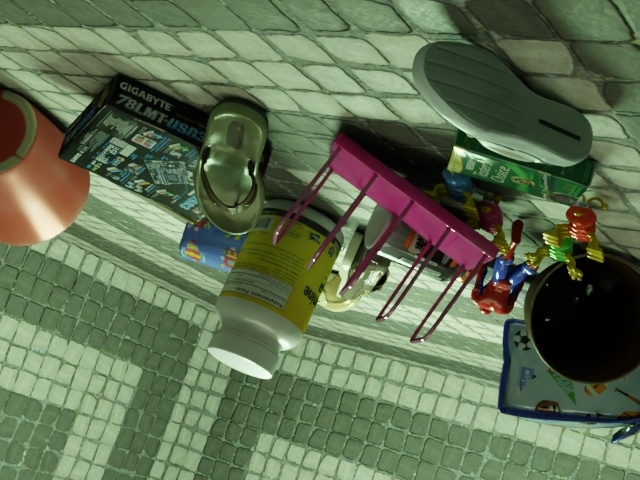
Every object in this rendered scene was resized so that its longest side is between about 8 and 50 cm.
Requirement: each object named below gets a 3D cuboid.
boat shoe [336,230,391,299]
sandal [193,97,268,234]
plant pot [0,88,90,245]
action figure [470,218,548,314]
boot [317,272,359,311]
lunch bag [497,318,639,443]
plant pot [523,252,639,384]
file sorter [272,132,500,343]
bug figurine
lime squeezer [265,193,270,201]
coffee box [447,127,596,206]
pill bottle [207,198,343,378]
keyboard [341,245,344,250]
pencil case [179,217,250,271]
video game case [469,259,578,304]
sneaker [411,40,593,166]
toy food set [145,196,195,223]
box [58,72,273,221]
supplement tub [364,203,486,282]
[{"bbox_3d":[0.099,0.070,2.320,0.096,0.116,0.324,21,163,6],"label":"boat shoe"},{"bbox_3d":[-0.149,-0.104,1.718,0.120,0.086,0.303,7,144,-1],"label":"sandal"},{"bbox_3d":[-0.621,-0.157,2.115,0.275,0.275,0.243,17,160,11],"label":"plant pot"},{"bbox_3d":[0.335,0.034,1.865,0.091,0.139,0.280,22,146,2],"label":"action figure"},{"bbox_3d":[-0.037,0.097,2.721,0.203,0.095,0.262,31,168,-40],"label":"boot"},{"bbox_3d":[0.587,0.296,2.232,0.385,0.239,0.328,3,174,18],"label":"lunch bag"},{"bbox_3d":[0.438,0.120,1.840,0.215,0.215,0.230,20,-178,-4],"label":"plant pot"},{"bbox_3d":[0.089,0.009,1.646,0.290,0.182,0.202,37,173,1],"label":"file sorter"},{"bbox_3d":[0.299,-0.034,1.595,0.279,0.072,0.216,20,163,20],"label":"bug figurine"},{"bbox_3d":[-0.221,-0.140,2.049,0.110,0.059,0.310,-21,149,23],"label":"lime squeezer"},{"bbox_3d":[0.264,-0.100,1.427,0.184,0.040,0.113,18,169,5],"label":"coffee box"},{"bbox_3d":[-0.096,0.100,2.159,0.188,0.334,0.188,22,161,8],"label":"pill bottle"},{"bbox_3d":[0.000,0.000,2.339,0.100,0.038,0.192,18,169,7],"label":"keyboard"},{"bbox_3d":[-0.180,0.020,2.517,0.306,0.119,0.133,15,-149,16],"label":"pencil case"},{"bbox_3d":[0.424,0.103,2.160,0.274,0.026,0.196,20,168,-10],"label":"video game case"},{"bbox_3d":[0.192,-0.143,1.212,0.258,0.094,0.091,25,163,-30],"label":"sneaker"},{"bbox_3d":[-0.293,-0.122,2.086,0.132,0.038,0.192,29,-156,-31],"label":"toy food set"},{"bbox_3d":[-0.277,-0.153,1.864,0.293,0.073,0.295,23,157,-22],"label":"box"},{"bbox_3d":[0.182,-0.002,1.832,0.190,0.117,0.117,22,168,-15],"label":"supplement tub"}]
